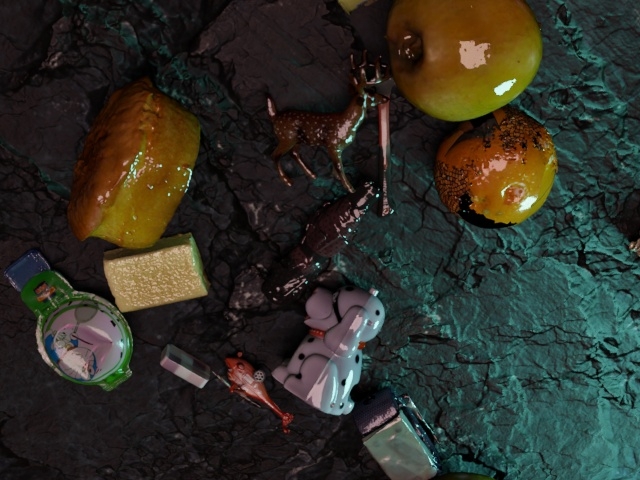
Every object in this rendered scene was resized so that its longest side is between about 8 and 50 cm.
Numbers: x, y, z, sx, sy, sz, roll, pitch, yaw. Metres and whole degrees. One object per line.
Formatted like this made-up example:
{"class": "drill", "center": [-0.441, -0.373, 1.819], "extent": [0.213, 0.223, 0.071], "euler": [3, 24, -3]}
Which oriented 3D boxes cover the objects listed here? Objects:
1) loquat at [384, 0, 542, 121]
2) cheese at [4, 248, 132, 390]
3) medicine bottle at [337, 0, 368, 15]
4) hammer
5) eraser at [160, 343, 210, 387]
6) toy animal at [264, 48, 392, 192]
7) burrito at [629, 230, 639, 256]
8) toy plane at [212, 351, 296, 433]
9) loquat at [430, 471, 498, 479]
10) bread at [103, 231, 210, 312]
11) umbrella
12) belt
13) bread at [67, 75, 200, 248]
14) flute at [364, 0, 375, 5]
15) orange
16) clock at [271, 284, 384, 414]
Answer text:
{"class": "loquat", "center": [0.252, -0.339, 1.626], "extent": [0.275, 0.275, 0.275], "euler": [-1, 113, -3]}
{"class": "cheese", "center": [-0.500, 0.164, 1.889], "extent": [0.204, 0.083, 0.320], "euler": [-35, 100, 17]}
{"class": "medicine bottle", "center": [0.116, -0.497, 1.628], "extent": [0.239, 0.124, 0.124], "euler": [-30, 111, 8]}
{"class": "hammer", "center": [0.122, -0.179, 1.807], "extent": [0.111, 0.033, 0.287], "euler": [-5, 113, -2]}
{"class": "eraser", "center": [-0.278, 0.258, 1.952], "extent": [0.105, 0.065, 0.026], "euler": [32, 109, -17]}
{"class": "toy animal", "center": [0.014, -0.215, 1.736], "extent": [0.243, 0.087, 0.260], "euler": [1, 120, 10]}
{"class": "burrito", "center": [0.785, 0.106, 1.944], "extent": [0.392, 0.076, 0.117], "euler": [41, 112, -16]}
{"class": "toy plane", "center": [-0.126, 0.312, 1.954], "extent": [0.194, 0.126, 0.077], "euler": [37, 75, 20]}
{"class": "loquat", "center": [0.280, 0.641, 2.030], "extent": [0.359, 0.328, 0.328], "euler": [32, 115, 30]}
{"class": "bread", "center": [-0.324, 0.063, 1.866], "extent": [0.188, 0.068, 0.125], "euler": [-13, 113, 3]}
{"class": "umbrella", "center": [0.000, 0.000, 1.842], "extent": [0.094, 0.090, 0.326], "euler": [34, 110, -16]}
{"class": "belt", "center": [0.171, 0.415, 2.003], "extent": [0.126, 0.139, 0.230], "euler": [-30, 109, 10]}
{"class": "bread", "center": [-0.334, -0.130, 1.672], "extent": [0.172, 0.312, 0.312], "euler": [23, 110, -25]}
{"class": "flute", "center": [0.175, -0.485, 1.685], "extent": [0.233, 0.027, 0.027], "euler": [-29, 111, 9]}
{"class": "orange", "center": [0.328, -0.131, 1.767], "extent": [0.234, 0.182, 0.234], "euler": [-7, 117, -14]}
{"class": "clock", "center": [0.033, 0.199, 1.901], "extent": [0.189, 0.189, 0.254], "euler": [25, 97, -13]}
